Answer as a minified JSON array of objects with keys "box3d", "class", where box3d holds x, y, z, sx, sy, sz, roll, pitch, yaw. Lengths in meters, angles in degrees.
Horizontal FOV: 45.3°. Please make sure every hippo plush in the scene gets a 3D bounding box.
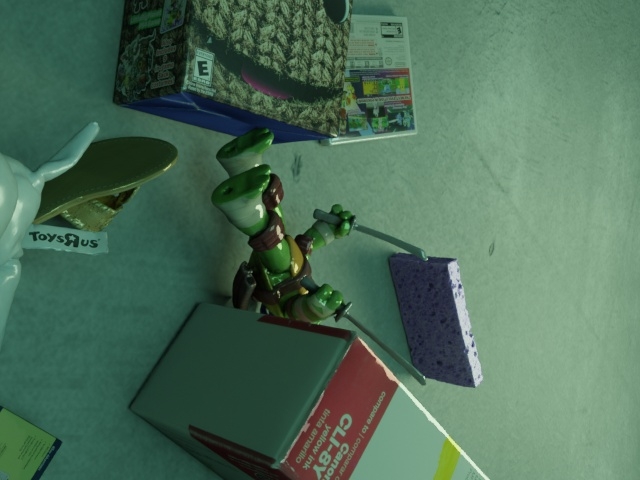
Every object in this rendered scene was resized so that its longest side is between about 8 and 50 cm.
[{"box3d":[-0.303,0.009,0.586,0.294,0.236,0.235,-5,90,-20],"class":"hippo plush"}]

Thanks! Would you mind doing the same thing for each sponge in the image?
[{"box3d":[0.177,0.122,1.182,0.031,0.117,0.210,-27,110,-38],"class":"sponge"}]

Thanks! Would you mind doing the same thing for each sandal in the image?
[{"box3d":[-0.261,-0.036,0.806,0.240,0.088,0.079,-27,141,-33],"class":"sandal"}]

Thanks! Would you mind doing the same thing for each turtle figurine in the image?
[{"box3d":[0.000,0.000,0.900,0.198,0.274,0.266,-56,133,-34],"class":"turtle figurine"}]

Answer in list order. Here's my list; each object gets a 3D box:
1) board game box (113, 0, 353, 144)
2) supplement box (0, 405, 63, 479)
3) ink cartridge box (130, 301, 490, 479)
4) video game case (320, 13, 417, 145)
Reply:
[{"box3d":[-0.090,-0.280,0.898,0.232,0.141,0.291,9,86,-44],"class":"board game box"},{"box3d":[-0.319,0.211,0.752,0.083,0.056,0.083,46,61,-34],"class":"supplement box"},{"box3d":[0.010,0.260,0.914,0.385,0.279,0.160,49,60,-33],"class":"ink cartridge box"},{"box3d":[0.066,-0.239,1.131,0.201,0.023,0.184,-14,100,-44],"class":"video game case"}]
